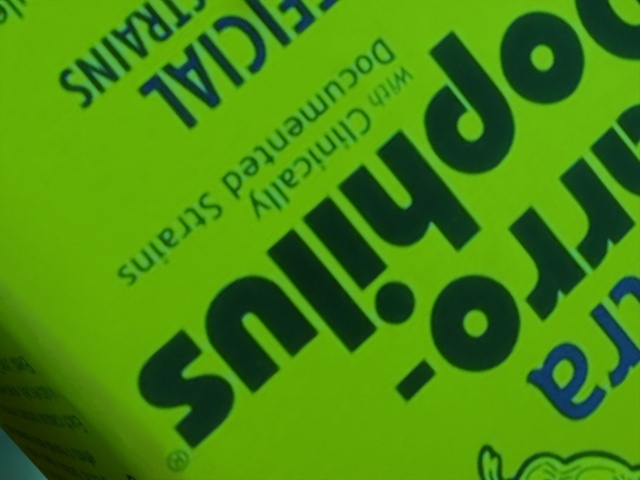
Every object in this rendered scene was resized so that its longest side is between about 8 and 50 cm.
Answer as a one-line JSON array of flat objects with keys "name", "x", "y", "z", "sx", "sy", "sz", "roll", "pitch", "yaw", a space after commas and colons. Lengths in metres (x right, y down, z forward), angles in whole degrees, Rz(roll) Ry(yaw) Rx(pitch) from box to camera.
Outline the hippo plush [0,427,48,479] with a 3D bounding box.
[{"name": "hippo plush", "x": -0.147, "y": 0.180, "z": 0.796, "sx": 0.294, "sy": 0.234, "sz": 0.236, "roll": -55, "pitch": 160, "yaw": 19}]

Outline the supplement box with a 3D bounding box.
[{"name": "supplement box", "x": 0.000, "y": 0.000, "z": 0.502, "sx": 0.194, "sy": 0.356, "sz": 0.195, "roll": -43, "pitch": -169, "yaw": -16}]
